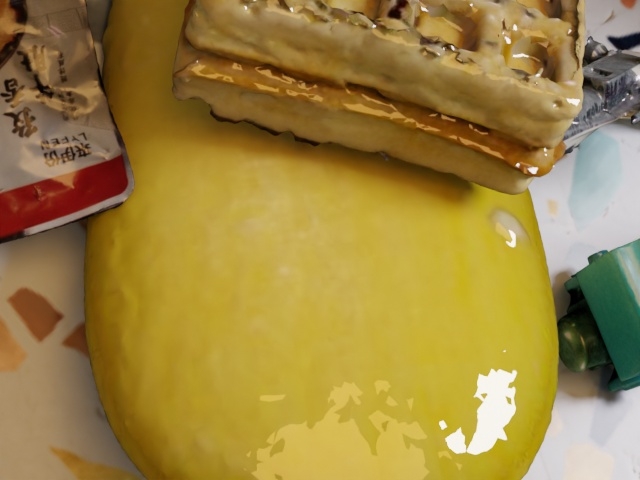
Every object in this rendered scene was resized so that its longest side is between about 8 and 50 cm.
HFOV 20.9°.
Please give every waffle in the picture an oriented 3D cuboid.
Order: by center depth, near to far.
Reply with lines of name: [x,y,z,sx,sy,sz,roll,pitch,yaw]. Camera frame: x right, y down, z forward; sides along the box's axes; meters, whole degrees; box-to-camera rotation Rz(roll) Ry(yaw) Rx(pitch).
waffle: [0.061,-0.217,1.157,0.261,0.114,0.376,17,51,-7]

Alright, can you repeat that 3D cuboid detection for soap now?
soap: [-0.001,0.001,1.138,0.306,0.115,0.427,4,58,-12]

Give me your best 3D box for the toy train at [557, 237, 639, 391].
toy train: [0.263,0.034,1.202,0.198,0.154,0.107,-18,79,-19]

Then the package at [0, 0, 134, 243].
package: [-0.215,-0.115,1.126,0.154,0.030,0.239,-16,77,3]

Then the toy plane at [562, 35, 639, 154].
toy plane: [0.201,-0.104,1.215,0.234,0.160,0.082,-16,119,-49]
